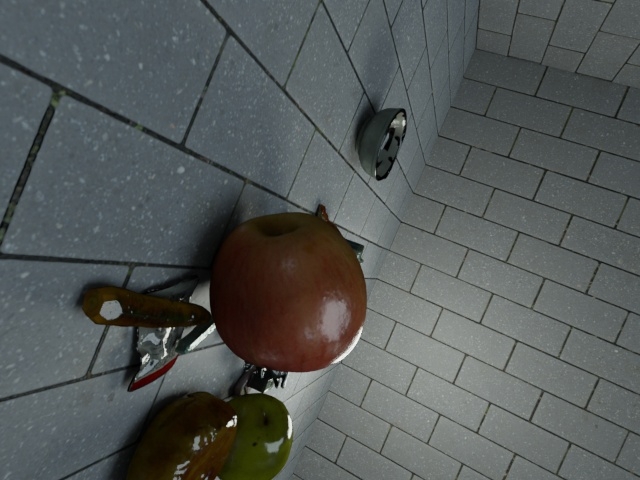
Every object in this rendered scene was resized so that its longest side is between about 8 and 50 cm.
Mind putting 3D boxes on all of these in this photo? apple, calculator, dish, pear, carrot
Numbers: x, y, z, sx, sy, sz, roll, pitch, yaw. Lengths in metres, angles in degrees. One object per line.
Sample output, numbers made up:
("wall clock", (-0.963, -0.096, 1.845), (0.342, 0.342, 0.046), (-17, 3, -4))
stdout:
("apple", (-0.070, 0.106, 1.006), (0.364, 0.364, 0.364), (-54, 158, -33))
("calculator", (-0.242, 0.472, 1.504), (0.175, 0.032, 0.100), (-53, 158, -34))
("dish", (0.214, -0.366, 1.618), (0.303, 0.120, 0.303), (-54, 158, -33))
("pear", (-0.220, 0.623, 1.373), (0.294, 0.294, 0.294), (-54, 158, -33))
("carrot", (-0.303, 0.132, 0.821), (0.066, 0.066, 0.314), (-66, 156, -3))

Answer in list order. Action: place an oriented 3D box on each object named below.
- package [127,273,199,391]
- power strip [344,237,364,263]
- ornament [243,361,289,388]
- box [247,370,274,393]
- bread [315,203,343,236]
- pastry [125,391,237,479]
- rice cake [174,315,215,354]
("package", (-0.328, 0.193, 0.915), (0.154, 0.030, 0.239), (-23, 130, -64))
("power strip", (0.000, 0.000, 1.248), (0.118, 0.271, 0.046), (-47, 156, -73))
("ornament", (-0.172, 0.352, 1.415), (0.236, 0.080, 0.202), (47, 39, -48))
("box", (-0.196, 0.475, 1.480), (0.060, 0.063, 0.085), (-67, 160, 3))
("bread", (0.024, -0.008, 1.571), (0.269, 0.095, 0.139), (65, 43, -62))
("pastry", (-0.346, 0.544, 1.097), (0.356, 0.164, 0.356), (-56, 163, -27))
("rice cake", (-0.285, 0.218, 1.029), (0.171, 0.033, 0.029), (-48, 151, -70))
